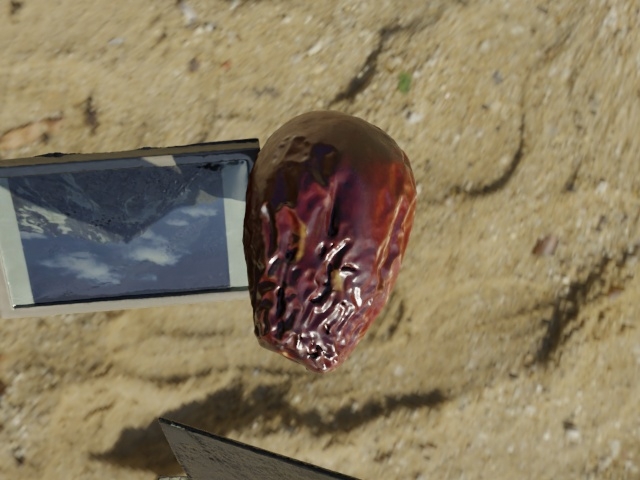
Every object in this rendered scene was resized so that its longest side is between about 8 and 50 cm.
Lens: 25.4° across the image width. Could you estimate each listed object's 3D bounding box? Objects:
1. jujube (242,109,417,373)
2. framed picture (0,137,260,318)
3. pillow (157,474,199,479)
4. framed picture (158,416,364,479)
[{"bbox_3d":[0.000,0.000,1.302,0.168,0.168,0.236,11,76,12],"label":"jujube"},{"bbox_3d":[-0.193,-0.009,1.404,0.281,0.019,0.209,-6,133,-3],"label":"framed picture"},{"bbox_3d":[-0.066,0.271,1.196,0.208,0.053,0.119,23,104,-28],"label":"pillow"},{"bbox_3d":[-0.010,0.302,1.570,0.323,0.013,0.244,13,146,25],"label":"framed picture"}]
